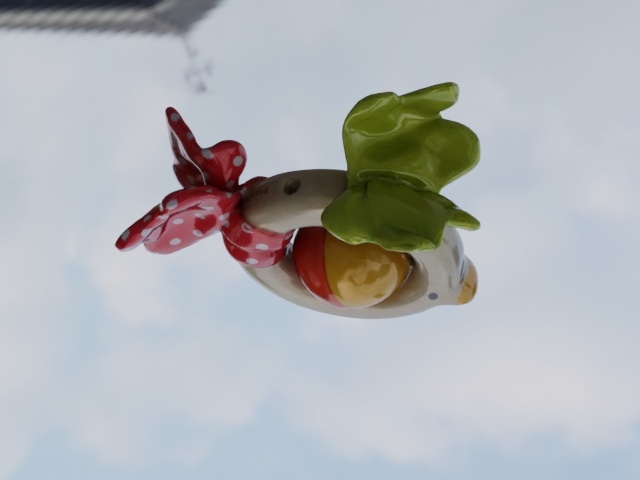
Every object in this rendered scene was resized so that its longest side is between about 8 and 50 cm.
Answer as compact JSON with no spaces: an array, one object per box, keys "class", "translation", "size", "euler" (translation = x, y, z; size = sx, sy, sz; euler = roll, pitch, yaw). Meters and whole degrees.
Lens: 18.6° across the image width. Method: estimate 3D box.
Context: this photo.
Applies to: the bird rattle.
[{"class":"bird rattle","translation":[0.000,0.000,1.351],"size":[0.253,0.207,0.143],"euler":[-14,-130,23]}]
